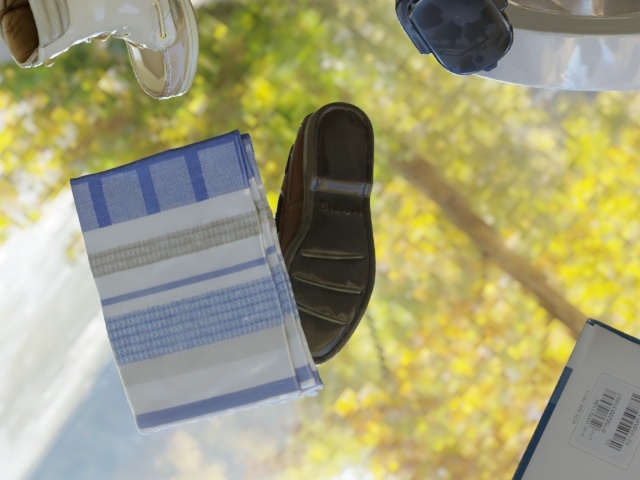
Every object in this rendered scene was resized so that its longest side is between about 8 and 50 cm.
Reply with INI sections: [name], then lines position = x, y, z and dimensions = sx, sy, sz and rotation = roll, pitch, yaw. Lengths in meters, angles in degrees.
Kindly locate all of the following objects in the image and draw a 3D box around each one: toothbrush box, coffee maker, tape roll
[toothbrush box]
position = 0.228, 0.203, 1.510
dimensions = 0.216, 0.126, 0.295
rotation = -64, 162, -6
[coffee maker]
position = 0.121, -0.273, 2.038
dimensions = 0.120, 0.171, 0.178
rotation = -54, -163, 24
[tape roll]
position = 0.321, -0.266, 2.374
dimensions = 0.392, 0.392, 0.072
rotation = -56, 149, -65

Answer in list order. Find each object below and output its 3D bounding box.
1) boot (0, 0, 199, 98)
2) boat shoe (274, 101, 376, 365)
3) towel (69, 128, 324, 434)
[boot]
position = -0.225, -0.217, 1.982
dimensions = 0.203, 0.095, 0.262
rotation = -37, 144, -30
[boat shoe]
position = 0.000, 0.000, 2.245
dimensions = 0.104, 0.111, 0.307
rotation = 153, -49, -65
[towel]
position = -0.129, 0.046, 2.025
dimensions = 0.209, 0.285, 0.034
rotation = -16, 180, 14
